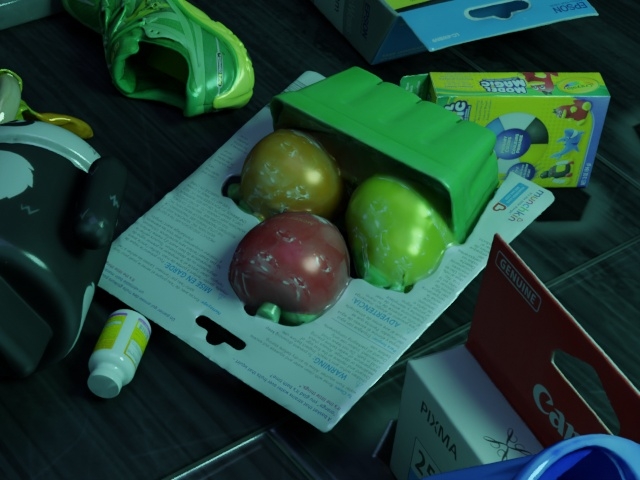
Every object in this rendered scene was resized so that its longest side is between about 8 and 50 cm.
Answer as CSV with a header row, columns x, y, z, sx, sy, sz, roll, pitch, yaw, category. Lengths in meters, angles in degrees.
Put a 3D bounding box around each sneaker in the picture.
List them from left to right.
x,y,z,sx,sy,sz,roll,pitch,yaw,category
-0.207,-0.239,1.683,0.295,0.109,0.123,35,44,28,sneaker

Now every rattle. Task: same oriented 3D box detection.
x,y,z,sx,sy,sz,roll,pitch,yaw,category
-0.341,-0.070,1.532,0.130,0.143,0.199,-13,51,27,rattle

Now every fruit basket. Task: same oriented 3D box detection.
x,y,z,sx,sy,sz,roll,pitch,yaw,category
0.000,0.000,1.432,0.327,0.165,0.353,29,64,30,fruit basket

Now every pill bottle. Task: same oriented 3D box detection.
x,y,z,sx,sy,sz,roll,pitch,yaw,category
-0.187,0.105,1.338,0.043,0.043,0.083,11,41,6,pill bottle

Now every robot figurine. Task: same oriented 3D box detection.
x,y,z,sx,sy,sz,roll,pitch,yaw,category
-0.286,0.009,1.336,0.209,0.173,0.278,9,41,2,robot figurine

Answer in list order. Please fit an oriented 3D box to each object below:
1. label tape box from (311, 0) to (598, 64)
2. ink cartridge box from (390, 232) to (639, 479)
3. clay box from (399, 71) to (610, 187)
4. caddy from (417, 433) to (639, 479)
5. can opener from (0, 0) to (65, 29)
x,y,z,sx,sy,sz,roll,pitch,yaw,category
0.141,-0.317,1.822,0.249,0.115,0.347,-17,48,-24,label tape box
0.164,0.185,1.126,0.066,0.261,0.296,-14,45,-24,ink cartridge box
0.191,-0.119,1.584,0.222,0.127,0.053,-2,41,-9,clay box
0.140,0.285,0.877,0.241,0.179,0.341,36,57,-31,caddy
-0.421,-0.292,1.726,0.283,0.095,0.076,-23,49,-30,can opener
